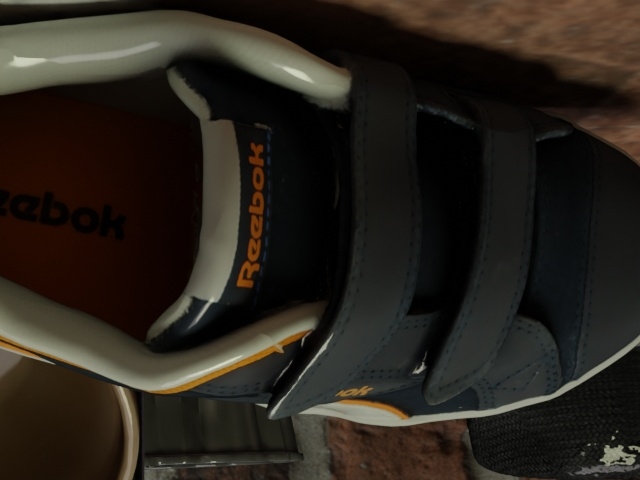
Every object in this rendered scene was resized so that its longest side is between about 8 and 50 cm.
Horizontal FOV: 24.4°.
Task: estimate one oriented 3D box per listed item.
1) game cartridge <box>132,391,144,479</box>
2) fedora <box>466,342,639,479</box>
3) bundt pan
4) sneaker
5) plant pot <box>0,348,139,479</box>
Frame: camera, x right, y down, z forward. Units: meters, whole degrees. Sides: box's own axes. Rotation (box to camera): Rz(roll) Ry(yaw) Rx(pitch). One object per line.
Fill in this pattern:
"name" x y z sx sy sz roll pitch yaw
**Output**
"game cartridge" -0.234 0.177 1.001 0.230 0.355 0.068 -5 131 -3
"fedora" 0.247 0.142 1.354 0.334 0.152 0.334 -3 170 0
"bundt pan" -0.184 0.172 1.509 0.331 0.124 0.331 -3 171 -1
"sneaker" 0.000 0.000 0.489 0.321 0.126 0.127 3 175 -22
"plant pot" -0.229 0.091 0.885 0.237 0.237 0.109 -1 -149 -8
